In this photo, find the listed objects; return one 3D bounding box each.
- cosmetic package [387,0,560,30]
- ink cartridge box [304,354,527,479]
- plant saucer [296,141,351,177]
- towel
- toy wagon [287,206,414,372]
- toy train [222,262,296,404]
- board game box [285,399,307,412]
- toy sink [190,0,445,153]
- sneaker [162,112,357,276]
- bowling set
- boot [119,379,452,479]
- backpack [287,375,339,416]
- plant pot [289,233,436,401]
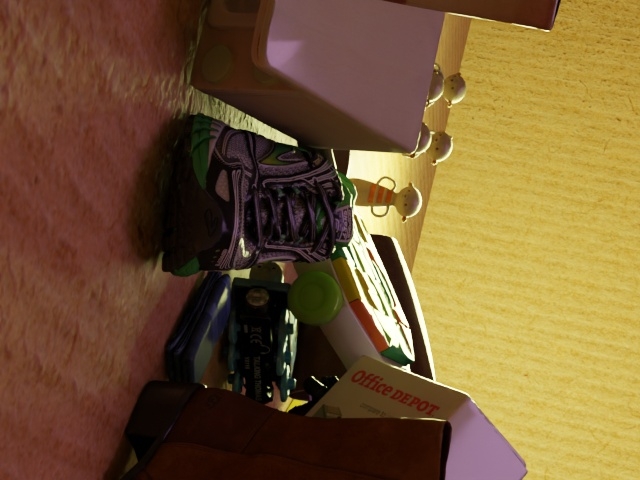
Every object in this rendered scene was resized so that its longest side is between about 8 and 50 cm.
[{"bbox_3d":[0.005,-0.219,0.715,0.153,0.296,0.129,-55,156,-64],"label":"cosmetic package"},{"bbox_3d":[0.028,0.253,1.158,0.273,0.115,0.198,-46,-156,-16],"label":"ink cartridge box"},{"bbox_3d":[-0.002,-0.193,1.303,0.278,0.041,0.278,-3,90,-83],"label":"plant saucer"},{"bbox_3d":[-0.115,0.087,1.186,0.119,0.029,0.067,-69,167,-47],"label":"towel"},{"bbox_3d":[0.034,0.067,1.372,0.344,0.068,0.267,67,13,20],"label":"toy wagon"},{"bbox_3d":[-0.064,0.102,1.378,0.184,0.080,0.105,90,6,-46],"label":"toy train"},{"bbox_3d":[-0.034,0.365,1.895,0.316,0.064,0.242,-54,154,-68],"label":"board game box"},{"bbox_3d":[-0.015,-0.180,1.048,0.234,0.131,0.153,22,78,-53],"label":"toy sink"},{"bbox_3d":[-0.044,-0.039,1.100,0.343,0.146,0.134,-36,137,-75],"label":"sneaker"},{"bbox_3d":[0.129,-0.188,1.905,0.200,0.154,0.287,77,26,-68],"label":"bowling set"},{"bbox_3d":[-0.044,0.250,1.025,0.096,0.280,0.264,82,22,-47],"label":"boot"},{"bbox_3d":[-0.006,0.332,1.418,0.213,0.276,0.263,-36,173,-25],"label":"backpack"},{"bbox_3d":[0.061,0.113,1.813,0.215,0.215,0.230,65,24,-75],"label":"plant pot"}]
